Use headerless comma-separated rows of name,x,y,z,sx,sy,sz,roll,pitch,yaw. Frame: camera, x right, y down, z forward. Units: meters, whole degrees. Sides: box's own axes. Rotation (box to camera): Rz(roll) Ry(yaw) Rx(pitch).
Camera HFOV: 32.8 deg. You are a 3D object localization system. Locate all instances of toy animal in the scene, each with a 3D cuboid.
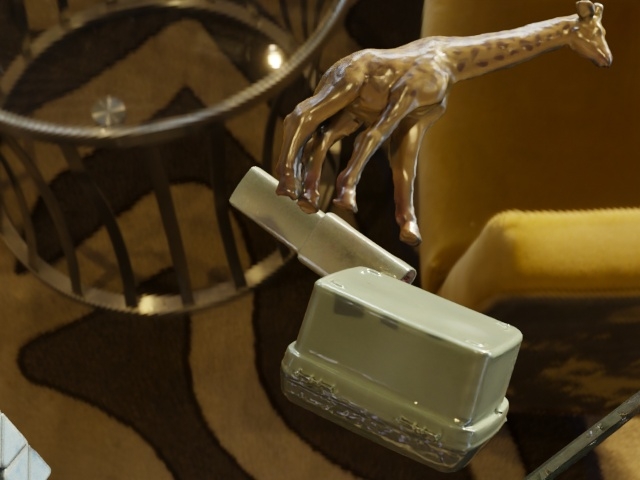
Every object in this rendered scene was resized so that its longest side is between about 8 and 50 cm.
toy animal,0.085,-0.107,0.809,0.275,0.054,0.149,-41,66,-11

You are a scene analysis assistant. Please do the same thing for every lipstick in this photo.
lipstick,0.000,0.000,1.407,0.253,0.079,0.077,34,91,17

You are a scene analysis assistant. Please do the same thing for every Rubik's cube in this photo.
Rubik's cube,-0.589,0.393,1.793,0.228,0.233,0.229,46,67,-9

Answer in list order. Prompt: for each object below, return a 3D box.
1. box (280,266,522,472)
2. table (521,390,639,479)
box,0.078,0.118,1.041,0.210,0.148,0.129,22,106,22
table,0.300,0.335,1.023,0.335,0.272,0.222,-36,45,-8
